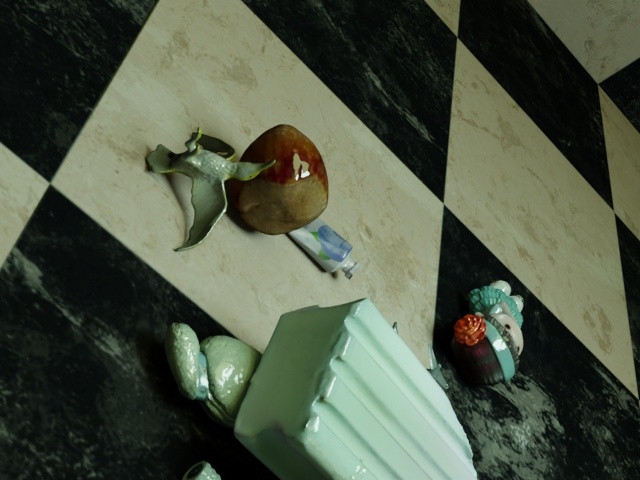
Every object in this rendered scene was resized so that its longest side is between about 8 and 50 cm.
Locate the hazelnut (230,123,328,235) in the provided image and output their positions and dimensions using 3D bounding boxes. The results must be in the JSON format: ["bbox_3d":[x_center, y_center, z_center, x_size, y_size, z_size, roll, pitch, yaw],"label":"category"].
[{"bbox_3d":[-0.055,-0.086,1.406,0.143,0.154,0.143,5,45,-5],"label":"hazelnut"}]

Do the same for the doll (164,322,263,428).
[{"bbox_3d":[-0.100,0.169,1.189,0.214,0.071,0.104,40,33,-34],"label":"doll"}]

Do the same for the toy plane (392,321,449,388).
[{"bbox_3d":[0.131,0.235,1.467,0.226,0.058,0.226,67,28,-15],"label":"toy plane"}]

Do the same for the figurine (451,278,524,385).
[{"bbox_3d":[0.285,0.146,1.720,0.138,0.110,0.245,50,27,-8],"label":"figurine"}]

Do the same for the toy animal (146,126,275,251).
[{"bbox_3d":[-0.141,-0.095,1.311,0.095,0.155,0.219,44,40,-38],"label":"toy animal"}]

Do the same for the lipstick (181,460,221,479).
[{"bbox_3d":[-0.103,0.294,1.112,0.116,0.037,0.037,52,31,-15],"label":"lipstick"}]

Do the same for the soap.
[{"bbox_3d":[0.063,0.242,1.233,0.347,0.115,0.208,50,49,-35],"label":"soap"}]

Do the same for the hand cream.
[{"bbox_3d":[0.000,0.000,1.511,0.142,0.053,0.084,44,33,-2],"label":"hand cream"}]
